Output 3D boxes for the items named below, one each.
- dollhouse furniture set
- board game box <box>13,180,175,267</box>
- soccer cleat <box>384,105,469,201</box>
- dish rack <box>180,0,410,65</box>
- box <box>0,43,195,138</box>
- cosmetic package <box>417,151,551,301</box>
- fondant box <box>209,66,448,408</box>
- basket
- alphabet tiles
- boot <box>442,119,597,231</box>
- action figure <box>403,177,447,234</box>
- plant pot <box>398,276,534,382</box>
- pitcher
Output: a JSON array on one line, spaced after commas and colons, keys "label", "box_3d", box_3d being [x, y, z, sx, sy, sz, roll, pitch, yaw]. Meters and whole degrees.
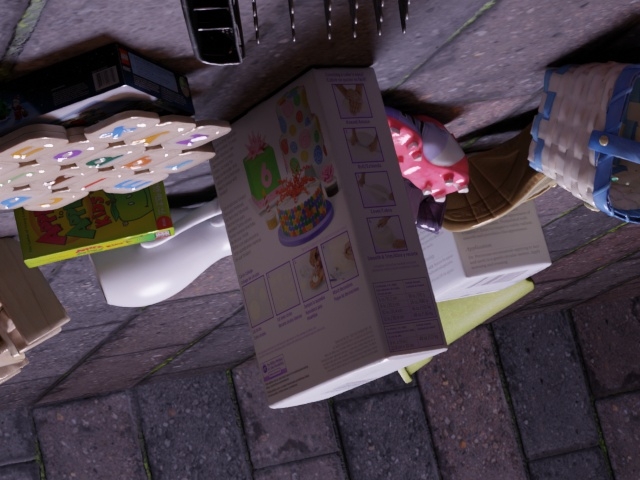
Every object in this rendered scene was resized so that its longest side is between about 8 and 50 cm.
[{"label": "dollhouse furniture set", "box_3d": [-0.605, 0.133, 2.212, 0.394, 0.256, 0.362, -32, 178, -26]}, {"label": "board game box", "box_3d": [-0.273, -0.034, 1.915, 0.181, 0.092, 0.043, -13, 169, -5]}, {"label": "soccer cleat", "box_3d": [0.109, -0.126, 1.988, 0.083, 0.095, 0.248, -24, 151, 26]}, {"label": "dish rack", "box_3d": [0.020, -0.223, 1.344, 0.271, 0.074, 0.208, -5, 169, -1]}, {"label": "box", "box_3d": [-0.265, -0.125, 1.605, 0.233, 0.044, 0.159, -17, 169, 17]}, {"label": "cosmetic package", "box_3d": [0.215, -0.021, 2.322, 0.151, 0.184, 0.151, -8, 167, -26]}, {"label": "fondant box", "box_3d": [0.000, 0.000, 1.796, 0.096, 0.330, 0.238, -7, 167, -37]}, {"label": "basket", "box_3d": [0.420, -0.117, 1.917, 0.255, 0.201, 0.289, -1, -168, -42]}, {"label": "alphabet tiles", "box_3d": [-0.245, -0.084, 1.659, 0.278, 0.021, 0.284, -21, 168, 33]}, {"label": "boot", "box_3d": [0.295, -0.094, 2.225, 0.262, 0.095, 0.203, -38, 162, 19]}, {"label": "action figure", "box_3d": [0.019, -0.058, 2.149, 0.285, 0.099, 0.185, 3, 171, -15]}, {"label": "plant pot", "box_3d": [0.192, 0.051, 2.541, 0.254, 0.276, 0.276, -25, 168, 3]}, {"label": "pitcher", "box_3d": [-0.204, 0.002, 2.129, 0.207, 0.125, 0.178, -21, 164, -10]}]
